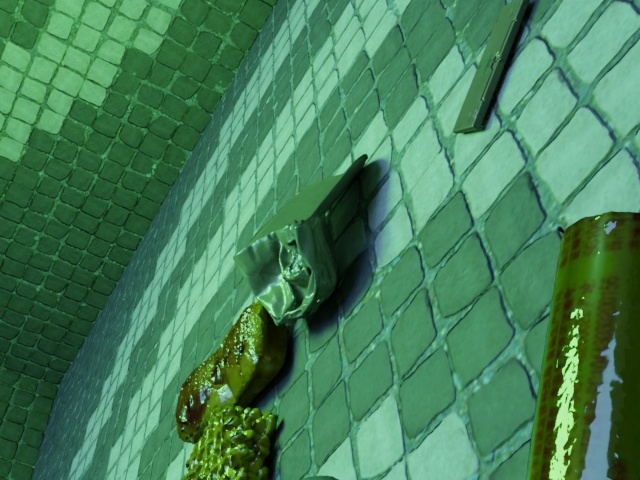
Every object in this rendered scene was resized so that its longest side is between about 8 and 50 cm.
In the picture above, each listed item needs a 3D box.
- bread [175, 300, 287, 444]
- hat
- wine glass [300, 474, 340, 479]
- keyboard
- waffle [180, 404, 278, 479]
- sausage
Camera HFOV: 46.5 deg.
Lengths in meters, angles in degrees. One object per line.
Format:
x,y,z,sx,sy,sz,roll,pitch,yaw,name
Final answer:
-0.139,0.211,1.139,0.271,0.077,0.139,-48,28,38,bread
0.000,0.000,1.058,0.244,0.149,0.214,-34,6,-30,hat
0.021,0.290,0.621,0.103,0.103,0.231,-64,18,5,wine glass
0.198,-0.199,0.855,0.166,0.017,0.055,-68,16,-6,keyboard
-0.133,0.321,1.012,0.193,0.070,0.197,-24,45,60,waffle
0.170,0.137,0.389,0.125,0.117,0.317,124,163,-65,sausage
